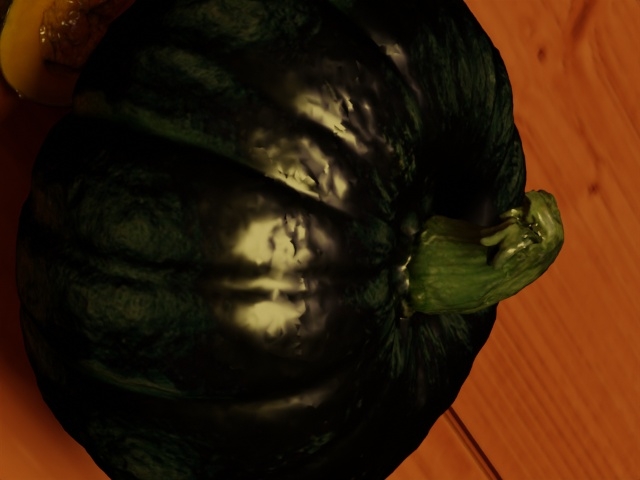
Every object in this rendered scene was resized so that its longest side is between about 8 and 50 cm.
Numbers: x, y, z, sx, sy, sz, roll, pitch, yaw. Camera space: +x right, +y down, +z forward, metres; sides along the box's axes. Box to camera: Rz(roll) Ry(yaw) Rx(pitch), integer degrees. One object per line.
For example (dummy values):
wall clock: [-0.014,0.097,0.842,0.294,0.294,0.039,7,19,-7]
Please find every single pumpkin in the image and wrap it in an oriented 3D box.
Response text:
pumpkin: [-0.012,-0.003,0.625,0.194,0.150,0.194,-37,158,-18]
pumpkin: [-0.078,-0.083,0.620,0.050,0.028,0.083,34,83,-47]
